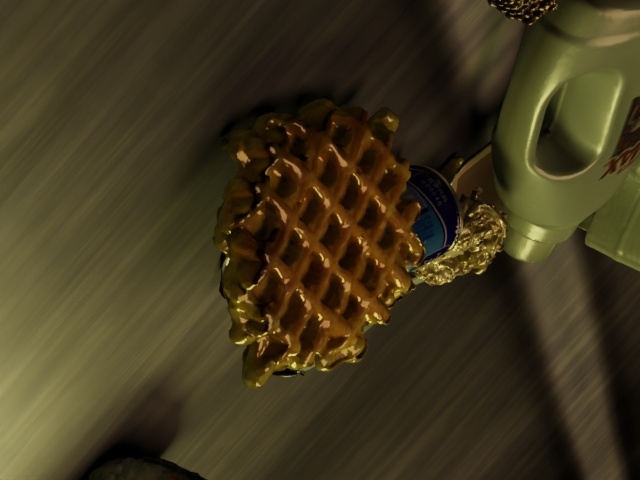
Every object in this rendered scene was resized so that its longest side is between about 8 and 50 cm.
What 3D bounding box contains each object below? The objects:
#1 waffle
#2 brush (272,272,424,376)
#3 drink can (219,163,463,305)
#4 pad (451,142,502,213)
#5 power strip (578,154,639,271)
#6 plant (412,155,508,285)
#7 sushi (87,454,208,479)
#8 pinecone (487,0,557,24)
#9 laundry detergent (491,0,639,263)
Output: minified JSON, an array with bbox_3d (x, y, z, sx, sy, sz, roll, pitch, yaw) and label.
[{"bbox_3d":[0.000,0.000,1.601,0.238,0.059,0.243,-27,119,-45],"label":"waffle"},{"bbox_3d":[0.043,0.044,1.889,0.297,0.068,0.060,-32,131,-41],"label":"brush"},{"bbox_3d":[0.022,0.008,1.731,0.235,0.097,0.097,-27,150,-42],"label":"drink can"},{"bbox_3d":[0.227,-0.095,2.044,0.266,0.002,0.176,-38,155,-22],"label":"pad"},{"bbox_3d":[0.381,-0.103,2.183,0.229,0.141,0.261,5,110,-64],"label":"power strip"},{"bbox_3d":[0.124,-0.023,1.876,0.116,0.122,0.104,-15,161,6],"label":"plant"},{"bbox_3d":[-0.187,0.304,1.792,0.225,0.136,0.126,-49,166,-9],"label":"sushi"},{"bbox_3d":[0.182,-0.230,1.662,0.083,0.077,0.077,-33,155,-53],"label":"pinecone"},{"bbox_3d":[0.257,-0.128,1.891,0.264,0.125,0.398,-27,151,-40],"label":"laundry detergent"}]
